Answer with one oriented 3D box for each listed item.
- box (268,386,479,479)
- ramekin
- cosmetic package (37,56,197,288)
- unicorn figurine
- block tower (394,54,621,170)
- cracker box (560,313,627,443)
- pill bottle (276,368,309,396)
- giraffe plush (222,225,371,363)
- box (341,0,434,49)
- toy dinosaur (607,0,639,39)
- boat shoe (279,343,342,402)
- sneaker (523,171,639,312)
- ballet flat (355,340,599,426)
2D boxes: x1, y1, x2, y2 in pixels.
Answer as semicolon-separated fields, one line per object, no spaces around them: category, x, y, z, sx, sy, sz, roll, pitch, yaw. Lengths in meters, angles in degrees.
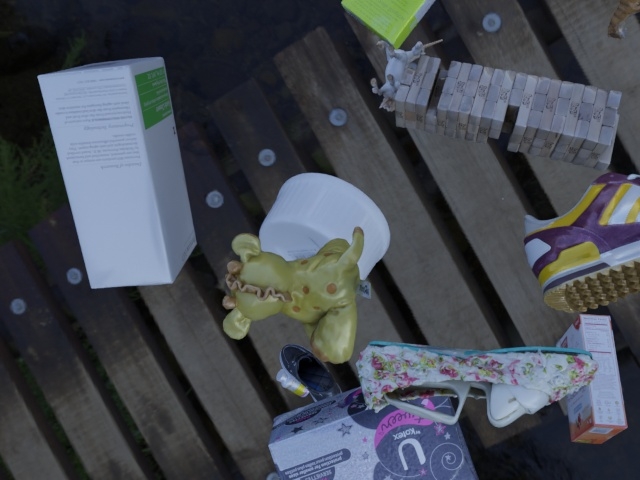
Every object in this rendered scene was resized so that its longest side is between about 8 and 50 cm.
box;0.070;0.294;0.812;0.247;0.142;0.163;-19;89;-3
ramekin;0.000;0.000;1.282;0.277;0.135;0.277;20;142;17
cosmetic package;-0.338;-0.120;1.025;0.155;0.197;0.365;-5;112;3
unicorn figurine;0.135;-0.302;1.022;0.060;0.111;0.162;29;99;30
block tower;0.291;-0.203;0.917;0.335;0.097;0.091;16;77;13
cracker box;0.564;0.290;1.224;0.067;0.155;0.232;3;60;7
pill bottle;-0.066;0.344;1.417;0.083;0.043;0.043;35;106;-22
giraffe plush;-0.040;0.066;0.765;0.170;0.210;0.181;4;73;-8
box;0.128;-0.395;0.880;0.109;0.042;0.178;42;103;11
toy dinosaur;0.478;-0.391;0.858;0.112;0.064;0.211;22;134;27
boat shoe;-0.029;0.288;1.298;0.080;0.228;0.076;-28;127;-15
sneaker;0.230;-0.020;0.392;0.185;0.069;0.084;-22;55;21
ballet flat;0.153;0.150;0.595;0.241;0.091;0.077;-2;59;20
